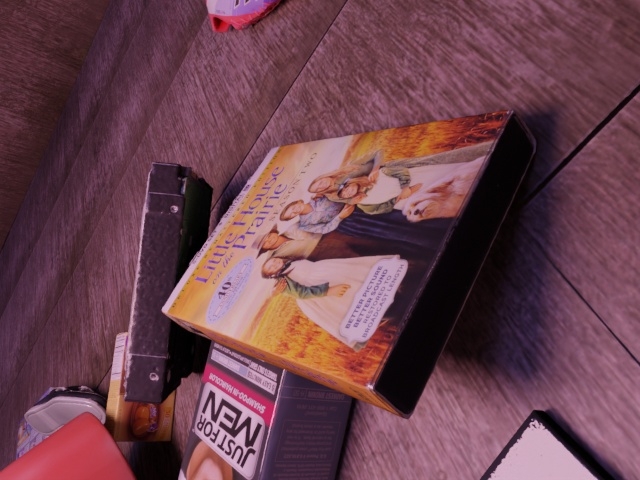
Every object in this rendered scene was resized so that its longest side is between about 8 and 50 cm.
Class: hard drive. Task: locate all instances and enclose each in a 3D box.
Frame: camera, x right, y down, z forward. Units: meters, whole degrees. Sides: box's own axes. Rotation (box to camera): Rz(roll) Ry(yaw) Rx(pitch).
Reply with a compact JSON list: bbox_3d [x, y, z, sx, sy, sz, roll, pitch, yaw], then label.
[{"bbox_3d":[0.178,0.226,0.458,0.135,0.022,0.094,-61,39,16],"label":"hard drive"},{"bbox_3d":[-0.235,0.062,0.871,0.237,0.064,0.339,146,131,-87],"label":"hard drive"}]

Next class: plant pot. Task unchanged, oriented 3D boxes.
[{"bbox_3d":[-0.433,0.456,0.872,0.275,0.243,0.275,27,128,40],"label":"plant pot"}]

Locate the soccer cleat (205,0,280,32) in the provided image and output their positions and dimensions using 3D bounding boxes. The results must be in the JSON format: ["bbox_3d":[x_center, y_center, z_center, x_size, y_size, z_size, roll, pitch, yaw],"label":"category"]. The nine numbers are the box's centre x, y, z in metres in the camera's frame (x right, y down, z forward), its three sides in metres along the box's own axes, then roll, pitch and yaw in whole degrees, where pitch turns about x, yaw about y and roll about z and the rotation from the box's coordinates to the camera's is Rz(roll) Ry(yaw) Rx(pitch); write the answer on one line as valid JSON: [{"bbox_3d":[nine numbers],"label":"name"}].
[{"bbox_3d":[-0.128,-0.461,1.040,0.318,0.109,0.116,25,117,50],"label":"soccer cleat"}]

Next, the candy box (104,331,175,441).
[{"bbox_3d":[-0.323,0.267,0.996,0.053,0.109,0.186,-19,62,46],"label":"candy box"}]

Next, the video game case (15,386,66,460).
[{"bbox_3d":[-0.736,0.555,1.443,0.269,0.061,0.244,-41,50,35],"label":"video game case"}]

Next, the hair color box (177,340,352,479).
[{"bbox_3d":[-0.090,0.317,0.684,0.185,0.114,0.374,7,83,54],"label":"hair color box"}]

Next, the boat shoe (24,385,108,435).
[{"bbox_3d":[-0.581,0.383,1.280,0.302,0.114,0.091,-15,26,32],"label":"boat shoe"}]

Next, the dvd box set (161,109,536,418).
[{"bbox_3d":[0.000,0.000,0.644,0.420,0.062,0.307,5,58,52],"label":"dvd box set"}]
